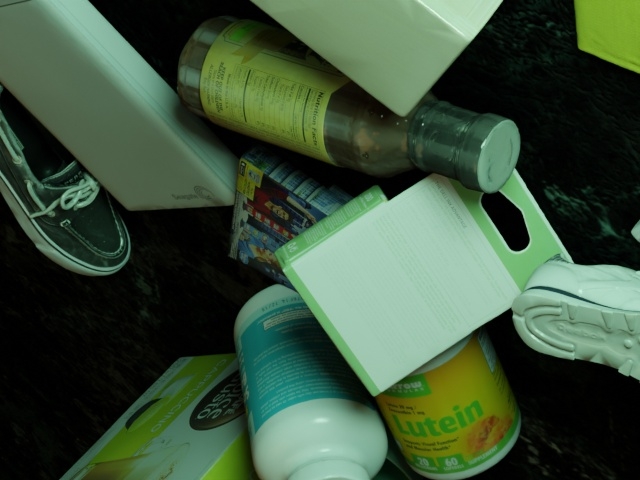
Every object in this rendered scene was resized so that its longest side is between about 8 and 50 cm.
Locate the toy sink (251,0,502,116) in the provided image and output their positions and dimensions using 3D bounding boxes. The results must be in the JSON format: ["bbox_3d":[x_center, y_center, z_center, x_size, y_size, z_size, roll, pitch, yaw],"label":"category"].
[{"bbox_3d":[0.036,-0.243,1.553,0.234,0.131,0.153,37,151,-2],"label":"toy sink"}]

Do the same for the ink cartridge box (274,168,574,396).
[{"bbox_3d":[0.099,0.019,1.794,0.171,0.235,0.056,55,-177,-24],"label":"ink cartridge box"}]

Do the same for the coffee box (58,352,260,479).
[{"bbox_3d":[-0.099,0.367,2.330,0.334,0.337,0.338,-9,123,55],"label":"coffee box"}]

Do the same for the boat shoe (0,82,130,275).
[{"bbox_3d":[-0.305,-0.075,2.212,0.105,0.113,0.306,-1,131,44],"label":"boat shoe"}]

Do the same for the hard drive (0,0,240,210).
[{"bbox_3d":[-0.255,-0.165,2.041,0.233,0.047,0.353,-1,139,52],"label":"hard drive"}]

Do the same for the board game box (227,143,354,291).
[{"bbox_3d":[0.000,0.000,2.000,0.194,0.060,0.194,33,150,13],"label":"board game box"}]

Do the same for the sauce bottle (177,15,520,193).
[{"bbox_3d":[0.025,-0.123,1.753,0.344,0.111,0.111,20,145,31],"label":"sauce bottle"}]

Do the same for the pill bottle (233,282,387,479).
[{"bbox_3d":[-0.009,0.179,2.030,0.146,0.264,0.146,-6,135,-6],"label":"pill bottle"}]

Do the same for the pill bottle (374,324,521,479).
[{"bbox_3d":[0.110,0.121,1.949,0.136,0.136,0.245,13,140,41],"label":"pill bottle"}]

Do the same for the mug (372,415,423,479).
[{"bbox_3d":[0.078,0.222,2.161,0.129,0.097,0.157,16,154,33],"label":"mug"}]

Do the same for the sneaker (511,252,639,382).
[{"bbox_3d":[0.296,0.071,1.711,0.235,0.095,0.090,20,131,21],"label":"sneaker"}]

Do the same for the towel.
[{"bbox_3d":[0.234,-0.224,1.456,0.102,0.021,0.237,29,150,33],"label":"towel"}]

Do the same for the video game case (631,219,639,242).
[{"bbox_3d":[0.382,0.018,1.598,0.183,0.023,0.201,43,151,-3],"label":"video game case"}]
